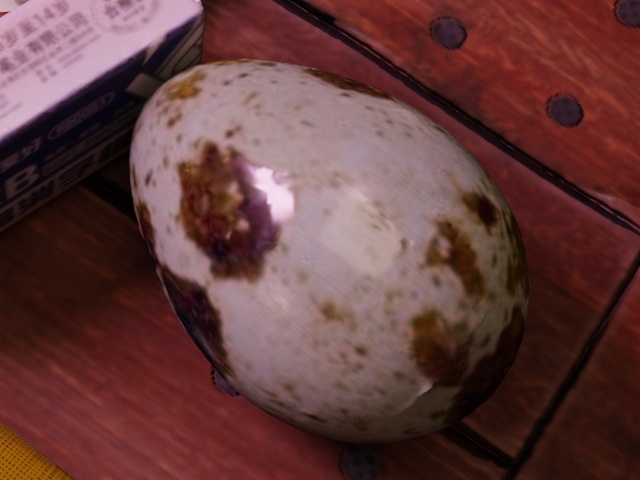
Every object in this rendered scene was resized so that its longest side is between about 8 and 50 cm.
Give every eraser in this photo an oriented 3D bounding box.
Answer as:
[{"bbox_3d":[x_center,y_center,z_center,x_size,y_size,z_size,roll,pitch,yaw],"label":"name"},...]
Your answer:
[{"bbox_3d":[-0.162,-0.058,0.819,0.210,0.124,0.068,-36,80,-19],"label":"eraser"}]

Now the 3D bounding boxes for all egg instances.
[{"bbox_3d":[0.000,0.000,0.801,0.231,0.169,0.169,43,70,11],"label":"egg"}]

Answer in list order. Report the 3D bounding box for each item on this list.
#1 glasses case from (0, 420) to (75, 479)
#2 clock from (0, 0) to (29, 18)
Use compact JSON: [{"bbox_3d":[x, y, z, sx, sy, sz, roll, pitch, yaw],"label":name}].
[{"bbox_3d":[-0.200,0.107,0.785,0.234,0.064,0.079,36,67,5],"label":"glasses case"},{"bbox_3d":[-0.197,-0.257,0.894,0.318,0.080,0.318,1,85,-19],"label":"clock"}]
